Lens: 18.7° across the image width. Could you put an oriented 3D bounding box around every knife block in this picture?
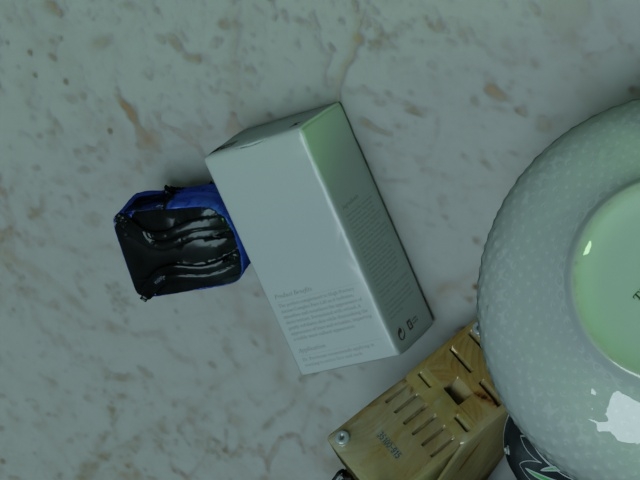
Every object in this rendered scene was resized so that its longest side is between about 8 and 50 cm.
[{"bbox_3d":[0.105,0.210,1.826,0.276,0.242,0.088,-39,65,-4],"label":"knife block"}]

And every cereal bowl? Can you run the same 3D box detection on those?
[{"bbox_3d":[0.280,0.039,1.504,0.339,0.141,0.338,-3,78,15],"label":"cereal bowl"}]

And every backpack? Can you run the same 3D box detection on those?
[{"bbox_3d":[-0.118,-0.010,1.829,0.120,0.101,0.098,-6,118,27],"label":"backpack"}]

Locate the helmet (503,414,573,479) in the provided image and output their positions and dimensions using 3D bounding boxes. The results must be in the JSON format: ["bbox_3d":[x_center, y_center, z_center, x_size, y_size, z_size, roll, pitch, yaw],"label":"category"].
[{"bbox_3d":[0.250,0.172,1.677,0.169,0.161,0.169,13,119,24],"label":"helmet"}]

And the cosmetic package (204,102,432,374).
[{"bbox_3d":[0.000,0.000,1.781,0.117,0.085,0.231,-14,105,33],"label":"cosmetic package"}]
